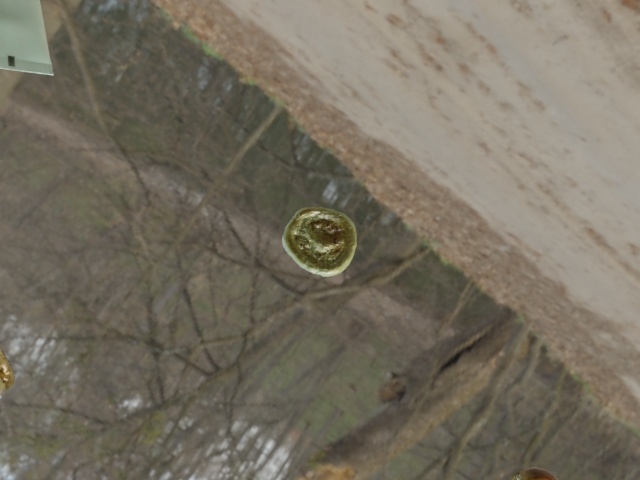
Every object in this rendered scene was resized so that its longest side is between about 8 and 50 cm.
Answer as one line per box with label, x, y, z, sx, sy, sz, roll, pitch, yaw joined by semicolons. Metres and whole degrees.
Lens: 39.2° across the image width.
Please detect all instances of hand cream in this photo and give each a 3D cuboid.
hand cream;-0.446;-0.357;1.267;0.109;0.067;0.321;4;-129;-31

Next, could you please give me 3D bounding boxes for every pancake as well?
pancake;-0.001;-0.001;1.236;0.108;0.108;0.017;31;156;8

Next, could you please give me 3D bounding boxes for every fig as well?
fig;0.232;0.260;0.924;0.083;0.050;0.050;17;180;-23

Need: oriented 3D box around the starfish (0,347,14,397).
starfish;-0.248;0.028;0.465;0.190;0.074;0.146;36;-144;-2
